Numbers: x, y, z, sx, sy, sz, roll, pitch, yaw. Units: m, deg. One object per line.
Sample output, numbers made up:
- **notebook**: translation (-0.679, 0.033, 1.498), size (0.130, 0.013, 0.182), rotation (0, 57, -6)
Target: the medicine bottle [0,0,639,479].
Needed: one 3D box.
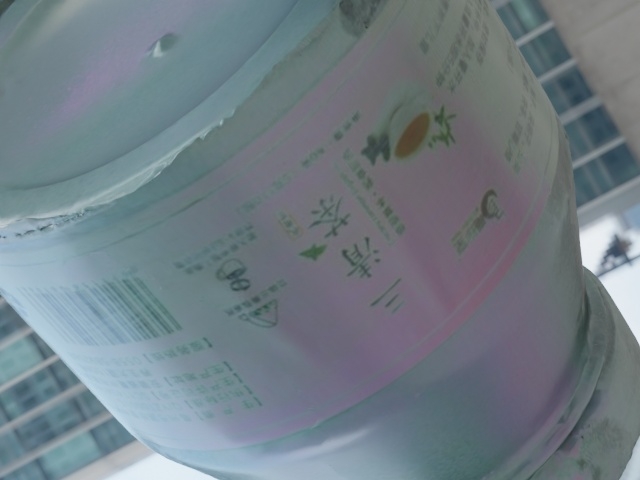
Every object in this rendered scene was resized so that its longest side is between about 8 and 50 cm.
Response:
- **medicine bottle**: translation (0.000, 0.000, 0.716), size (0.290, 0.245, 0.245), rotation (52, -154, -34)
